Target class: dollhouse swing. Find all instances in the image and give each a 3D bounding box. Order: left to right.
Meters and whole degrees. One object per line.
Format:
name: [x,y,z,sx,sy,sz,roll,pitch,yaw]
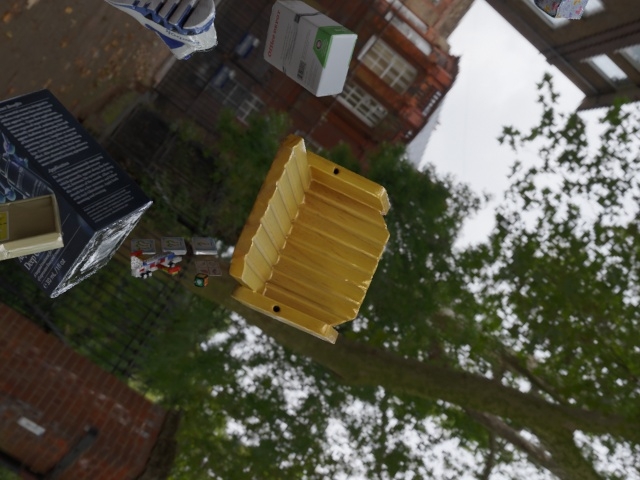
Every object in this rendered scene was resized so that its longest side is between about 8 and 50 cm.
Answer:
dollhouse swing: [0.000,0.000,1.432,0.305,0.315,0.346,147,-33,-77]

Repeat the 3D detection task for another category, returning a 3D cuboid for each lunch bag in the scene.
lunch bag: [0.461,-0.466,1.363,0.083,0.071,0.053,58,-36,43]

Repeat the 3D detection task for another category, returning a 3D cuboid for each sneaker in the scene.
sneaker: [-0.353,-0.497,1.579,0.127,0.316,0.182,-55,161,-16]

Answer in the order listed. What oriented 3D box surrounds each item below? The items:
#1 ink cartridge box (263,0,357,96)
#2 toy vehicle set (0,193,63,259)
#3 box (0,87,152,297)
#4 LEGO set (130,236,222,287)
ink cartridge box: [-0.030,-0.482,1.750,0.093,0.219,0.160,-17,137,-40]
toy vehicle set: [-0.659,-0.015,1.407,0.166,0.267,0.035,-123,-155,-52]
box: [-0.666,-0.117,1.726,0.293,0.395,0.212,-44,178,36]
LEGO set: [-0.297,0.027,1.447,0.244,0.183,0.060,-123,-143,-63]
